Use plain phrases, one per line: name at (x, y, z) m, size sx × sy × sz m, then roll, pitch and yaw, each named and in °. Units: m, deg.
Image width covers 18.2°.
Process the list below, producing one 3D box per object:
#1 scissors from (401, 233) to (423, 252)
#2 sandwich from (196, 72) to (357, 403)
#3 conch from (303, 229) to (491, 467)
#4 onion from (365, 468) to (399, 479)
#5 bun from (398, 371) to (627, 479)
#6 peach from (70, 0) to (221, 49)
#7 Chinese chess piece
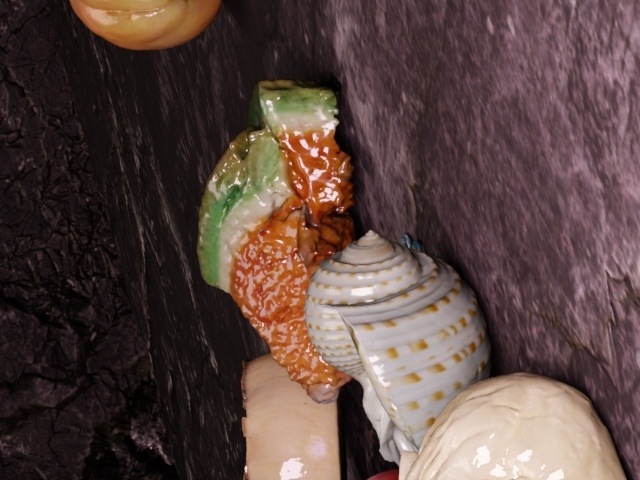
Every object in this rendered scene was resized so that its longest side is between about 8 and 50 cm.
scissors at (0.089, 0.054, 1.758) m, size 0.058 × 0.014 × 0.119 m, roll -147°, pitch 45°, yaw -72°
sandwich at (-0.035, 0.010, 1.899) m, size 0.250 × 0.162 × 0.301 m, roll 126°, pitch 128°, yaw -79°
conch at (0.075, 0.085, 1.612) m, size 0.200 × 0.131 × 0.172 m, roll 59°, pitch 165°, yaw -23°
onion at (0.054, 0.298, 1.819) m, size 0.159 × 0.195 × 0.159 m, roll 156°, pitch 90°, yaw -85°
bun at (0.140, 0.209, 1.467) m, size 0.229 × 0.145 × 0.229 m, roll 167°, pitch 90°, yaw -78°
peach at (-0.189, -0.293, 2.137) m, size 0.184 × 0.184 × 0.184 m, roll 163°, pitch 90°, yaw -77°
Chinese chess piece at (-0.025, 0.242, 2.123) m, size 0.257 × 0.104 × 0.257 m, roll -4°, pitch -90°, yaw -88°
